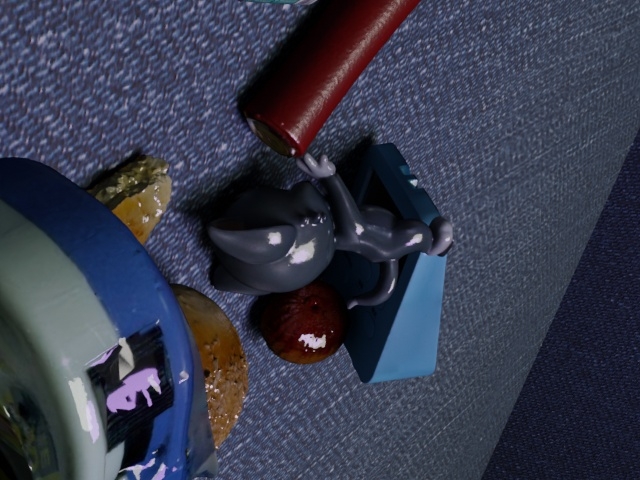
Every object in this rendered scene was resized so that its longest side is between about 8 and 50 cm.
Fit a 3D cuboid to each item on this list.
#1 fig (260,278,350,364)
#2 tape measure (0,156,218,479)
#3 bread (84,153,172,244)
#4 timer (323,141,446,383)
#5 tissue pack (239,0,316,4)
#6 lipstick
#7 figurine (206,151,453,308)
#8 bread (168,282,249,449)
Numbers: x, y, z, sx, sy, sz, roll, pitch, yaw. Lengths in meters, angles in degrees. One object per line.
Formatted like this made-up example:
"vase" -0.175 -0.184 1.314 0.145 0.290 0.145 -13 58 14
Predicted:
"fig" -0.030 0.103 1.381 0.119 0.119 0.153 -53 -161 -12
"tape measure" -0.212 0.079 0.758 0.138 0.259 0.262 -40 150 -36
"bread" -0.203 -0.003 0.943 0.136 0.054 0.154 -5 122 -58
"timer" 0.080 0.026 1.345 0.091 0.232 0.250 -5 124 -14
"tissue pack" -0.028 -0.264 0.946 0.085 0.079 0.111 -31 172 34
"lipstick" 0.016 -0.198 1.103 0.241 0.080 0.080 -53 156 -13
"figurine" 0.003 0.005 1.171 0.193 0.265 0.140 129 -24 -70
"bread" -0.174 0.151 1.017 0.314 0.171 0.192 -40 163 -40
